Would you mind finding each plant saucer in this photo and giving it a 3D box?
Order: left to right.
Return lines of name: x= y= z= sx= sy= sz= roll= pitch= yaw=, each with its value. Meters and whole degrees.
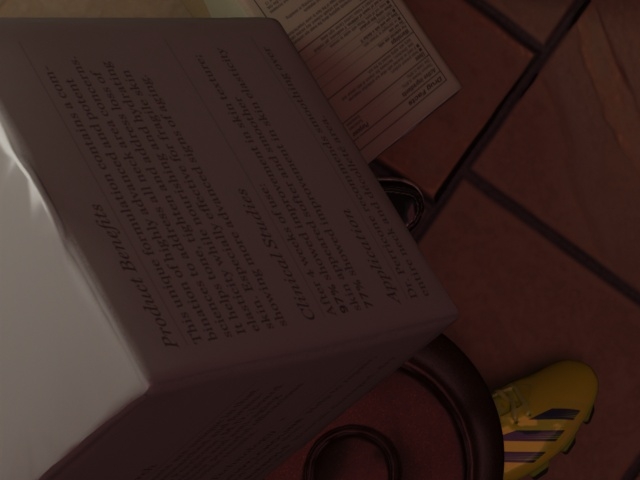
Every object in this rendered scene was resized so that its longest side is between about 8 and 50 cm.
plant saucer: x=0.026 y=0.214 z=1.813 sx=0.311 sy=0.050 sz=0.310 roll=-1 pitch=95 yaw=-8

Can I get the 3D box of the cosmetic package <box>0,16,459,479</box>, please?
cosmetic package: x=-0.174 y=0.038 z=1.571 sx=0.327 sy=0.394 sz=0.329 roll=-41 pitch=70 yaw=33

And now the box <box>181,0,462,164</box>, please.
box: x=-0.025 y=-0.220 z=1.782 sx=0.148 sy=0.121 sz=0.311 roll=-38 pitch=102 yaw=-21

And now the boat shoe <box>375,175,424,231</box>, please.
boat shoe: x=0.000 y=0.000 z=1.856 sx=0.228 sy=0.069 sz=0.081 roll=-20 pitch=100 yaw=-7

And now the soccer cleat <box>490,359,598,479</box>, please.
soccer cleat: x=0.141 y=0.192 z=1.885 sx=0.289 sy=0.093 sz=0.121 roll=-31 pitch=118 yaw=-2
